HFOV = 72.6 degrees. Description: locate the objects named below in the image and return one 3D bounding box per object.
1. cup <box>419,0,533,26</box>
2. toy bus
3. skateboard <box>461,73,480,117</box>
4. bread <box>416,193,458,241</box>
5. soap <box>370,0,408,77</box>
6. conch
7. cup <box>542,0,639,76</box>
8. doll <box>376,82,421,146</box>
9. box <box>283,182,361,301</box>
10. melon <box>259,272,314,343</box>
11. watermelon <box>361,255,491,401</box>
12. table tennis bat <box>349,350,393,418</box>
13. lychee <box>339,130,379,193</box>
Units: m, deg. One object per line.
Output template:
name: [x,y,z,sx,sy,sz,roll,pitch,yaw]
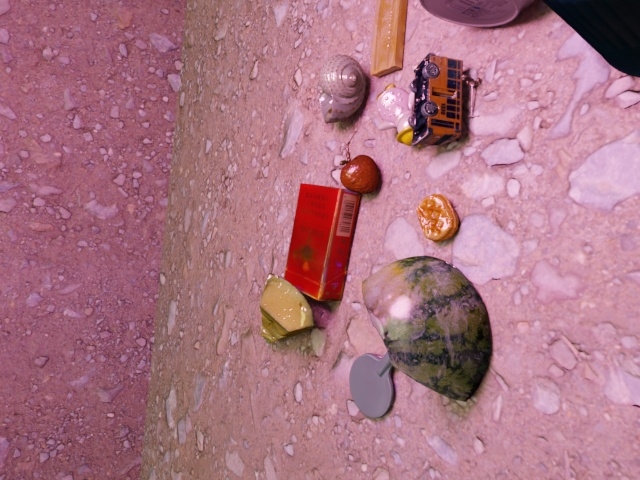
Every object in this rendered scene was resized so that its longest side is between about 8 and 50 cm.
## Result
cup: [0.357,-0.592,0.795,0.322,0.236,0.327,18,98,26]
toy bus: [0.256,-0.300,0.957,0.091,0.103,0.182,156,119,-76]
skateboard: [0.315,-0.305,0.923,0.032,0.063,0.083,3,97,41]
bread: [0.259,-0.051,0.964,0.083,0.044,0.111,-38,57,39]
soap: [0.184,-0.568,1.157,0.092,0.037,0.252,1,85,52]
conch: [0.061,-0.426,1.225,0.200,0.131,0.172,-117,15,-75]
cup: [0.445,-0.355,0.552,0.242,0.292,0.308,-55,46,33]
doll: [0.198,-0.302,1.058,0.129,0.081,0.207,-41,55,27]
box: [0.000,-0.001,1.266,0.197,0.089,0.313,17,98,51]
melon: [-0.123,0.228,1.334,0.196,0.124,0.323,49,156,10]
watermelon: [0.227,0.174,0.903,0.180,0.224,0.305,70,175,-56]
table tennis bat: [0.140,0.330,1.067,0.153,0.040,0.244,57,132,40]
lychee: [0.099,-0.186,1.152,0.114,0.101,0.140,-38,64,-2]
